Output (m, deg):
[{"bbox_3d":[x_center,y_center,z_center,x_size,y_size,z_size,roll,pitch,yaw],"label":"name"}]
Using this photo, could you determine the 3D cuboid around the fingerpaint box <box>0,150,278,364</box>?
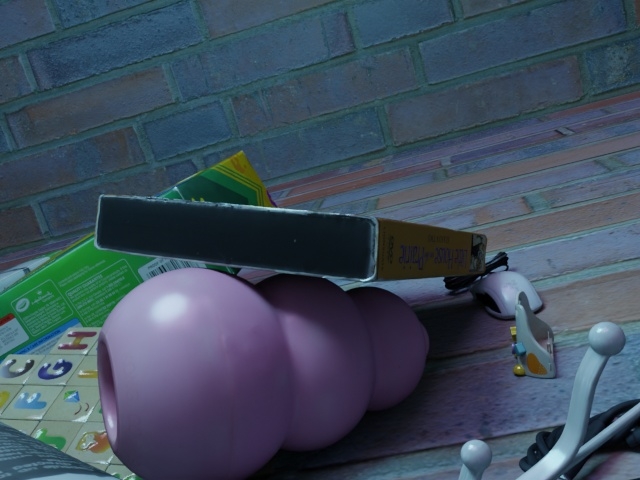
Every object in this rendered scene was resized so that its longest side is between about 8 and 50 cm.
[{"bbox_3d":[-0.319,0.041,1.205,0.445,0.163,0.371,-29,9,15],"label":"fingerpaint box"}]

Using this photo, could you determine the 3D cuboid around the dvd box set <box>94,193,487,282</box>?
[{"bbox_3d":[0.000,0.000,0.831,0.308,0.062,0.420,6,1,26],"label":"dvd box set"}]

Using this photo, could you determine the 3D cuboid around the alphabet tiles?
[{"bbox_3d":[-0.258,0.190,0.817,0.343,0.011,0.285,-2,31,14],"label":"alphabet tiles"}]

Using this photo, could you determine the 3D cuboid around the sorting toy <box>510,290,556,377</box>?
[{"bbox_3d":[0.219,0.095,0.748,0.045,0.075,0.083,-11,13,19],"label":"sorting toy"}]

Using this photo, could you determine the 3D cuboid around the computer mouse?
[{"bbox_3d":[0.240,0.056,0.963,0.106,0.042,0.193,-16,12,-6],"label":"computer mouse"}]

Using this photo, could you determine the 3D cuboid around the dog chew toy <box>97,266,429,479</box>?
[{"bbox_3d":[-0.041,0.121,0.700,0.332,0.206,0.207,-5,7,-26],"label":"dog chew toy"}]

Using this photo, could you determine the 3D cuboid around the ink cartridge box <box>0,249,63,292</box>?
[{"bbox_3d":[-0.594,0.127,1.441,0.087,0.153,0.208,-12,12,22],"label":"ink cartridge box"}]

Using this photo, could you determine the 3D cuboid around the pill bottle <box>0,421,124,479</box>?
[{"bbox_3d":[-0.189,0.222,0.407,0.204,0.204,0.361,-27,16,-40],"label":"pill bottle"}]

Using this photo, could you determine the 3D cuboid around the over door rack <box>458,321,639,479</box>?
[{"bbox_3d":[0.271,0.120,0.383,0.324,0.108,0.239,-20,29,-19],"label":"over door rack"}]

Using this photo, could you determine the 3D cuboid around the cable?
[{"bbox_3d":[0.245,0.162,0.519,0.185,0.047,0.150,-18,8,1],"label":"cable"}]
